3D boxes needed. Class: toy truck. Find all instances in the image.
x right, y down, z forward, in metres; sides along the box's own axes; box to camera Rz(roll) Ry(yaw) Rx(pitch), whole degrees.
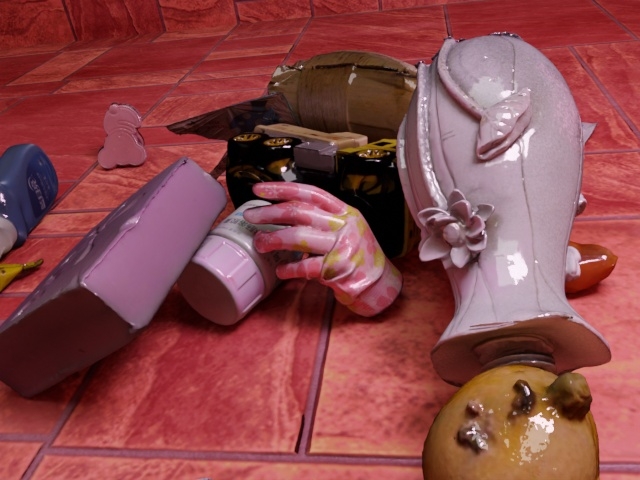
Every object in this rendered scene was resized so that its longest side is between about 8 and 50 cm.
[{"bbox_3d":[0.023,-0.106,1.059,0.405,0.180,0.254,15,31,38],"label":"toy truck"}]

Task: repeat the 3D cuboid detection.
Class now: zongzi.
[{"bbox_3d":[0.189,-0.341,1.348,0.500,0.218,0.467,11,37,29],"label":"zongzi"}]

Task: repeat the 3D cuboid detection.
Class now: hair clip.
[{"bbox_3d":[-0.476,-0.249,1.444,0.123,0.138,0.102,1,38,2],"label":"hair clip"}]

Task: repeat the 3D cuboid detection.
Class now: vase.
[{"bbox_3d":[0.221,-0.041,0.748,0.250,0.250,0.445,-3,56,10],"label":"vase"}]

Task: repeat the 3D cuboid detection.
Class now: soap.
[{"bbox_3d":[-0.289,0.047,0.832,0.285,0.107,0.296,-29,24,31],"label":"soap"}]

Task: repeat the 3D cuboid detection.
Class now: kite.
[{"bbox_3d":[-0.146,-0.199,1.210,0.335,0.314,0.011,10,59,-30],"label":"kite"}]

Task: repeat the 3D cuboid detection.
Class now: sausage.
[{"bbox_3d":[0.323,0.030,0.861,0.179,0.089,0.089,8,35,18],"label":"sausage"}]

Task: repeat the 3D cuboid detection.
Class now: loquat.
[{"bbox_3d":[0.175,0.189,0.536,0.149,0.204,0.172,37,39,26],"label":"loquat"}]

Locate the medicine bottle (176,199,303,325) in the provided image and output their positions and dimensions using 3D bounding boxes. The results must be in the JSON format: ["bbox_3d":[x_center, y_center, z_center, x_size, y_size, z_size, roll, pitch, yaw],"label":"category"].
[{"bbox_3d":[-0.120,0.032,0.910,0.135,0.135,0.168,14,42,32],"label":"medicine bottle"}]

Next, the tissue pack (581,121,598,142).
[{"bbox_3d":[0.478,-0.237,1.294,0.193,0.026,0.122,17,40,35],"label":"tissue pack"}]

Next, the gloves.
[{"bbox_3d":[0.006,-0.002,0.848,0.126,0.241,0.145,-19,32,54],"label":"gloves"}]

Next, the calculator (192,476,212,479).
[{"bbox_3d":[-0.198,0.288,0.630,0.172,0.018,0.057,-11,30,-1],"label":"calculator"}]

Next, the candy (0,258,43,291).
[{"bbox_3d":[-0.614,0.095,0.983,0.187,0.081,0.297,0,20,13],"label":"candy"}]

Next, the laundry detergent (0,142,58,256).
[{"bbox_3d":[-0.608,-0.075,1.197,0.094,0.143,0.290,-7,35,-4],"label":"laundry detergent"}]
